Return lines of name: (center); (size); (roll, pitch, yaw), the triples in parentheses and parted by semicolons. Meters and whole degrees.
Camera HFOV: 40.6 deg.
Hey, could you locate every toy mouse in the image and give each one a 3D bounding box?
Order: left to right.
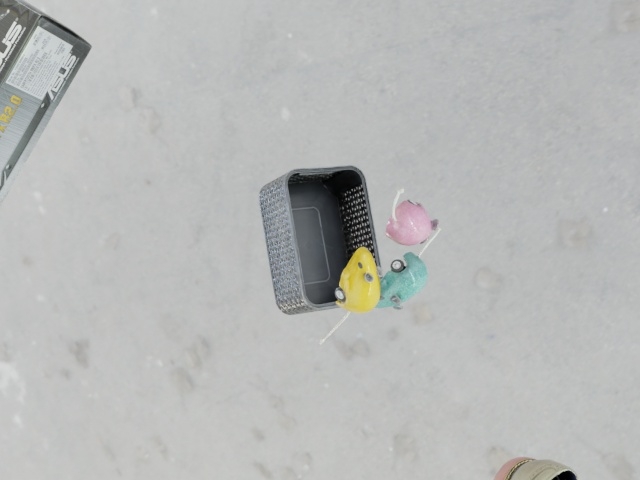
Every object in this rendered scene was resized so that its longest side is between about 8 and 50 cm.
toy mouse: (0.075, 0.017, 0.771); (0.031, 0.143, 0.161); (37, 128, 29)

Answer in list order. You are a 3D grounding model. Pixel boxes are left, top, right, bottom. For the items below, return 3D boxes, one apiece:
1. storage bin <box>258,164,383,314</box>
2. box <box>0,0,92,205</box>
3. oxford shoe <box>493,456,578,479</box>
storage bin: (0.000, 0.000, 1.136); (0.084, 0.122, 0.180); (-22, 76, 60)
box: (-0.298, -0.093, 0.658); (0.183, 0.056, 0.231); (34, 94, 30)
oxford shoe: (0.256, 0.449, 1.120); (0.123, 0.348, 0.130); (17, 161, -10)
